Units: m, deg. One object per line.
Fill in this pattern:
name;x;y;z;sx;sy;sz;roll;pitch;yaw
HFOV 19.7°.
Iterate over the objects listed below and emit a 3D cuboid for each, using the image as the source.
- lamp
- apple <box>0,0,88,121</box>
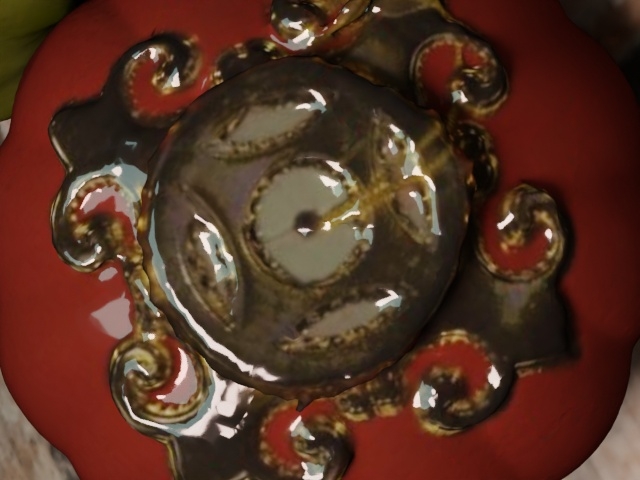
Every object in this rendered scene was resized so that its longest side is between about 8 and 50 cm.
lamp;0.000;0.000;0.615;0.227;0.227;0.227;12;108;41
apple;-0.151;-0.178;0.669;0.279;0.279;0.279;12;108;41
